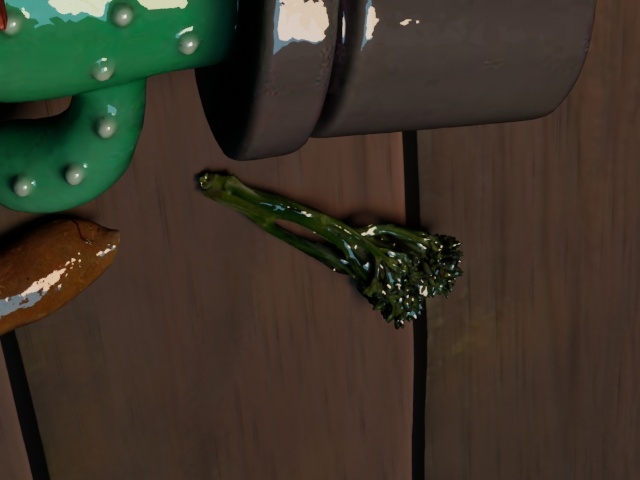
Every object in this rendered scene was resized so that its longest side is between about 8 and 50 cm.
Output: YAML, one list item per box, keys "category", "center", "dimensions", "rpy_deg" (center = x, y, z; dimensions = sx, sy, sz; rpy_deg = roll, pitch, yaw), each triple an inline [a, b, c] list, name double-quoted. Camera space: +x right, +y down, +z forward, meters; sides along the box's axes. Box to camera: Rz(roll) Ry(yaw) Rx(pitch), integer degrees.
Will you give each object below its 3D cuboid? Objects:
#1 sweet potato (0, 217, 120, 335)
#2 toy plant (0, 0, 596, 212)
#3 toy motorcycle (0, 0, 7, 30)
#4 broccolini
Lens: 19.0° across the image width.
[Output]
- category: "sweet potato"
  center: [-0.208, 0.040, 1.157]
  dimensions: [0.195, 0.056, 0.056]
  rpy_deg: [-28, 134, -1]
- category: "toy plant"
  center: [-0.067, -0.128, 1.014]
  dimensions: [0.400, 0.185, 0.279]
  rpy_deg: [-1, 144, -19]
- category: "toy motorcycle"
  center: [-0.215, -0.240, 0.849]
  dimensions: [0.298, 0.089, 0.171]
  rpy_deg: [40, 95, -13]
- category: "broccolini"
  center: [0.006, 0.004, 1.241]
  dimensions: [0.201, 0.058, 0.074]
  rpy_deg: [18, 109, -39]
